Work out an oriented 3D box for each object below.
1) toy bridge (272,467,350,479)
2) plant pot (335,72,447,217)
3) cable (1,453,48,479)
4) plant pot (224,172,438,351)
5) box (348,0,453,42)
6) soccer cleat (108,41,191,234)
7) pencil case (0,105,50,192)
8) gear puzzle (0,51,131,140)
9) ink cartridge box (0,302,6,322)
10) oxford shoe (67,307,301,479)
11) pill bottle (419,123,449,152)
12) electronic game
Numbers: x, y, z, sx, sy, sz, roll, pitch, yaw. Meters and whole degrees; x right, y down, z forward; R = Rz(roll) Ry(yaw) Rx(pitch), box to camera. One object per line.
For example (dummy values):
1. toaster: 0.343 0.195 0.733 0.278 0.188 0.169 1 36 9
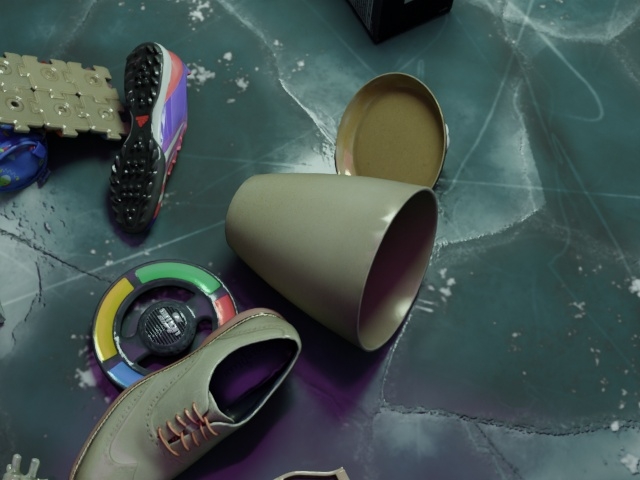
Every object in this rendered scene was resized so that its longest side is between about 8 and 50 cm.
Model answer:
1. toy bridge: -0.050 0.374 1.248 0.188 0.026 0.063 -23 67 -12
2. plant pot: 0.118 -0.152 1.403 0.032 0.236 0.236 2 60 -44
3. cable: -0.418 0.433 1.138 0.072 0.139 0.287 21 62 -29
4. plant pot: 0.000 0.000 1.313 0.274 0.256 0.256 21 66 23
5. box: 0.111 -0.572 1.520 0.183 0.296 0.294 -27 71 -13
6. soccer cleat: -0.270 -0.163 1.433 0.108 0.116 0.318 -2 80 30
7. pencil case: -0.566 -0.217 1.424 0.133 0.119 0.306 -37 73 -10
8. gear puzzle: -0.476 -0.227 1.388 0.339 0.044 0.175 0 54 -43
9. ink cartridge box: -0.624 0.006 1.282 0.198 0.197 0.270 -21 69 -12
10. oxford shoe: -0.191 0.241 1.205 0.397 0.146 0.140 -44 102 -10
11. pill bottle: 0.180 -0.155 1.440 0.065 0.116 0.065 1 66 -2
12. electronic game: -0.237 0.136 1.329 0.229 0.048 0.229 1 66 -3
